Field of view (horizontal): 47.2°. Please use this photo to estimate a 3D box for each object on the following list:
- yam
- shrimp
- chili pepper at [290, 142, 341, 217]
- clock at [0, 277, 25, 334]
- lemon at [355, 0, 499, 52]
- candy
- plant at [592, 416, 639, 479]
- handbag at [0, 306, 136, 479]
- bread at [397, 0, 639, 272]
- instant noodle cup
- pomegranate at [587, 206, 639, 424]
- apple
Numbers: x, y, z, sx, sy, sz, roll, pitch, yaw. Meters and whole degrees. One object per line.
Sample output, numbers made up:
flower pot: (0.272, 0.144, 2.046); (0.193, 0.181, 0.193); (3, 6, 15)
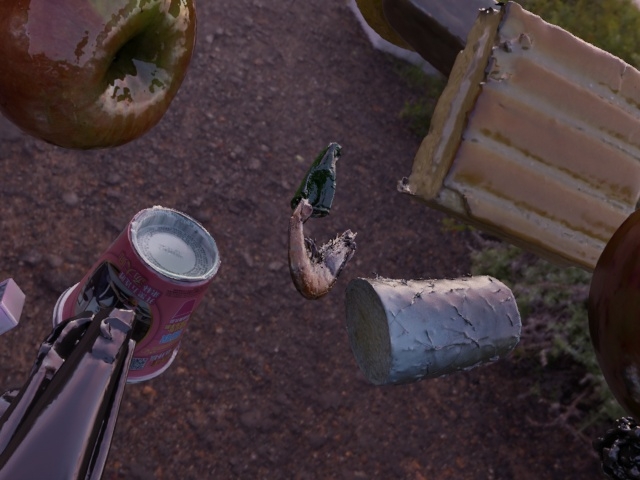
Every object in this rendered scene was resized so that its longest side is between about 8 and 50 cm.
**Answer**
yam: (0.223, 0.175, 1.521); (0.348, 0.241, 0.241); (-2, 49, -27)
shrimp: (0.000, 0.000, 1.665); (0.290, 0.054, 0.222); (-40, 117, -54)
chili pepper: (0.001, -0.154, 1.905); (0.108, 0.216, 0.062); (29, -5, -29)
clock: (-0.763, 0.172, 1.669); (0.063, 0.150, 0.197); (63, -7, -21)
lemon: (0.188, -0.472, 1.300); (0.322, 0.268, 0.268); (57, 31, -24)
candy: (0.197, -0.291, 1.024); (0.234, 0.102, 0.104); (39, 74, 0)
plant: (0.385, 0.257, 0.871); (0.143, 0.094, 0.092); (22, 57, -50)
handbag: (-0.262, 0.205, 0.641); (0.113, 0.285, 0.257); (28, 45, -14)
bread: (0.243, -0.113, 0.827); (0.246, 0.239, 0.111); (21, -3, -16)
instant noodle cup: (-0.300, 0.084, 1.258); (0.244, 0.255, 0.244); (26, 37, -22)
pomegranate: (0.260, 0.069, 0.459); (0.198, 0.246, 0.198); (4, 32, -2)
apple: (-0.310, -0.273, 0.937); (0.250, 0.277, 0.309); (25, 63, 22)
